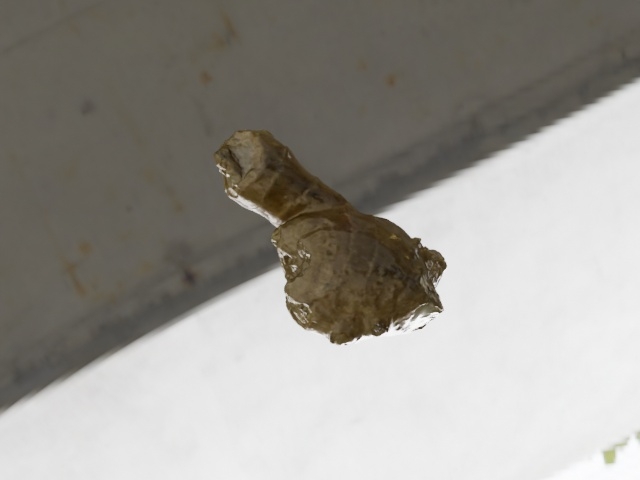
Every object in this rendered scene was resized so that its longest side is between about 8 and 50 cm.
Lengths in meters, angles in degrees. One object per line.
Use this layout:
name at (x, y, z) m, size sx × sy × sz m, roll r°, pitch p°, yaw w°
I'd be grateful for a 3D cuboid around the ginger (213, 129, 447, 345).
ginger at (-0.003, 0.006, 1.077) m, size 0.165 × 0.067 × 0.096 m, roll 35°, pitch -124°, yaw -1°
